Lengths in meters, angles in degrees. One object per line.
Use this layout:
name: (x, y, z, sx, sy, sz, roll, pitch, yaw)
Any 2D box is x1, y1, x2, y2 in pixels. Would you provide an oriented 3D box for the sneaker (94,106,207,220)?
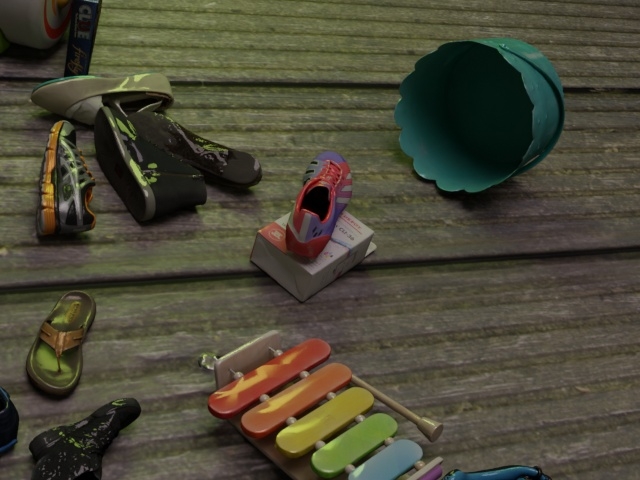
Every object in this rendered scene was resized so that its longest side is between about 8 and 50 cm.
sneaker: (-0.275, -0.125, 1.552, 0.118, 0.083, 0.222, -11, 59, -38)

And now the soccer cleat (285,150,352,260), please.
soccer cleat: (0.004, -0.073, 1.484, 0.083, 0.095, 0.248, 19, 42, 2)

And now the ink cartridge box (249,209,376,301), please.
ink cartridge box: (0.000, 0.000, 1.528, 0.115, 0.067, 0.198, 38, 44, 20)

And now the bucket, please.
bucket: (0.294, -0.233, 1.747, 0.281, 0.281, 0.183, 39, 36, 19)

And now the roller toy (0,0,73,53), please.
roller toy: (-0.506, -0.436, 1.683, 0.146, 0.209, 0.191, 15, 37, 2)

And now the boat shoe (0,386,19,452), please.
boat shoe: (-0.448, 0.144, 1.177, 0.258, 0.089, 0.109, 34, 43, 15)

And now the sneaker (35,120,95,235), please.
sneaker: (-0.380, -0.091, 1.468, 0.083, 0.084, 0.214, 7, 53, -19)

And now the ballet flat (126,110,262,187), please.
ballet flat: (-0.213, -0.145, 1.612, 0.250, 0.058, 0.084, 19, 80, 5)

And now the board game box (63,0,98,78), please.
board game box: (-0.414, -0.421, 1.736, 0.042, 0.165, 0.243, 9, 43, -13)

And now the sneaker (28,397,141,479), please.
sneaker: (-0.277, 0.257, 1.159, 0.170, 0.051, 0.089, -20, 55, -31)

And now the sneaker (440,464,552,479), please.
sneaker: (0.277, 0.352, 1.210, 0.341, 0.139, 0.125, 4, 44, -19)

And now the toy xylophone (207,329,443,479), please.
toy xylophone: (0.018, 0.229, 1.252, 0.323, 0.081, 0.236, 28, 39, 26)

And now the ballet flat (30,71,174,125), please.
ballet flat: (-0.357, -0.235, 1.633, 0.248, 0.086, 0.086, -15, 52, -35)

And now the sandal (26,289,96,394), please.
sandal: (-0.336, 0.123, 1.274, 0.072, 0.049, 0.180, 15, 42, -7)
